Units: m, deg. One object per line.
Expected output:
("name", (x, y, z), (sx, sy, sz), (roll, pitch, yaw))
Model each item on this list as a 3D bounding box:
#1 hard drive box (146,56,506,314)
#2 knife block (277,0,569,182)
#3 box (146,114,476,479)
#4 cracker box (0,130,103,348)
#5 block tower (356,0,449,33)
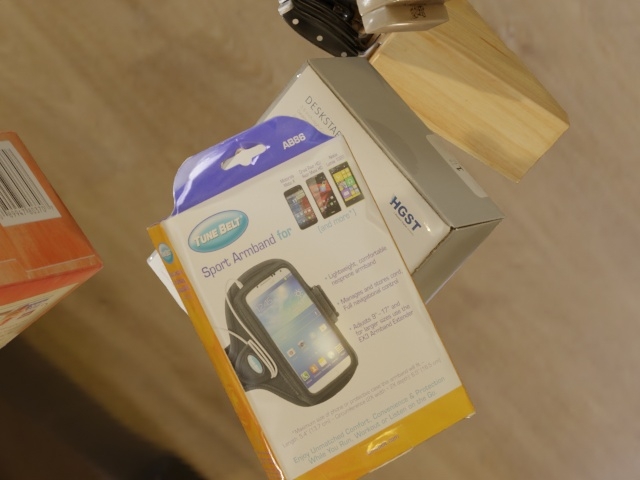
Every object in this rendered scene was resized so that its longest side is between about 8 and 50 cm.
("hard drive box", (0.000, 0.000, 1.466), (0.232, 0.181, 0.089), (-49, 160, 28))
("knife block", (0.091, -0.182, 1.859), (0.088, 0.276, 0.242), (-49, 157, 27))
("box", (-0.006, 0.024, 0.708), (0.081, 0.136, 0.028), (-26, -179, -20))
("cracker box", (-0.206, 0.056, 0.642), (0.232, 0.155, 0.067), (-38, 82, 19))
("block tower", (0.055, -0.355, 1.631), (0.097, 0.336, 0.091), (-19, 173, 43))
